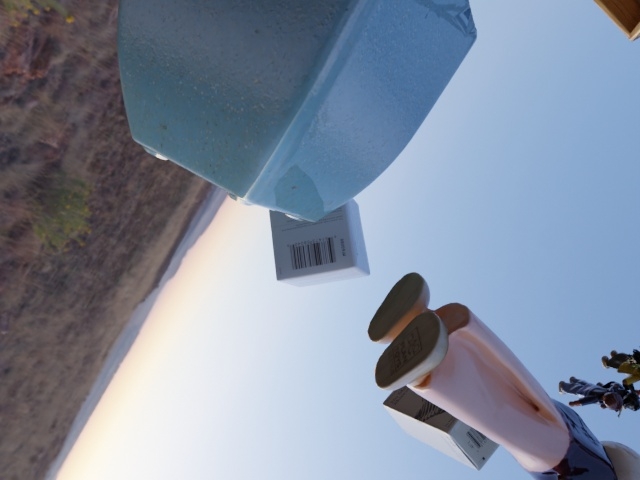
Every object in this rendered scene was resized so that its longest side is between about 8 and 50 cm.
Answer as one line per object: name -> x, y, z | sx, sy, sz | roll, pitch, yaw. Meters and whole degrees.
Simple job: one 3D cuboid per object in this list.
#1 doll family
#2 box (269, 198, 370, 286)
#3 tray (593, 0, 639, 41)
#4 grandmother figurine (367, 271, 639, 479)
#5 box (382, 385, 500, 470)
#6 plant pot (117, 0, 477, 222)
doll family -> 0.463, 0.218, 0.767 | 0.193, 0.076, 0.111 | -31, -174, -8
box -> 0.000, 0.000, 0.629 | 0.087, 0.101, 0.102 | 34, 47, -69
tray -> 0.516, -0.592, 0.923 | 0.076, 0.411, 0.203 | -31, 165, -5
grandmother figurine -> 0.200, 0.174, 0.458 | 0.104, 0.342, 0.208 | -46, -162, 27
box -> 0.236, 0.338, 0.984 | 0.113, 0.094, 0.275 | -42, -174, -19
plant pot -> -0.035, -0.162, 0.474 | 0.252, 0.247, 0.247 | -64, 157, 6
